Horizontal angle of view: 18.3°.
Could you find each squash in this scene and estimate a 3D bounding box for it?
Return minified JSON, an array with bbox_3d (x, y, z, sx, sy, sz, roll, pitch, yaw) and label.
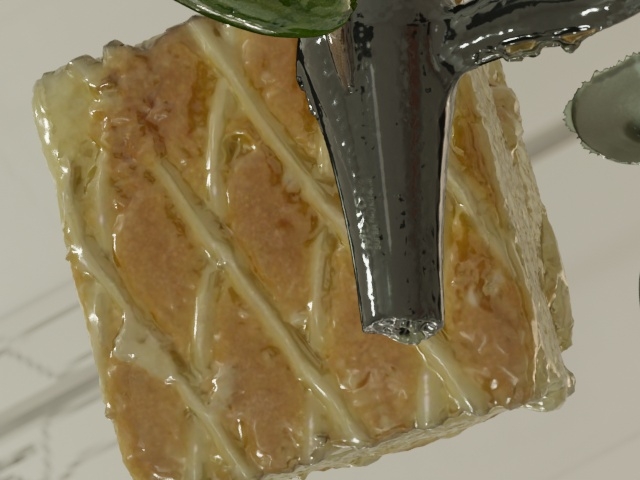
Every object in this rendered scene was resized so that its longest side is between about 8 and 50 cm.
[{"bbox_3d":[-0.085,-0.179,1.154,0.258,0.069,0.069,26,-158,-30],"label":"squash"}]

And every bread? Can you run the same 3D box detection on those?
[{"bbox_3d":[0.000,0.000,1.653,0.279,0.371,0.390,4,-112,-78],"label":"bread"}]

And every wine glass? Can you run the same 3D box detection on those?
[{"bbox_3d":[0.185,0.015,1.005,0.262,0.074,0.074,64,180,-48],"label":"wine glass"}]

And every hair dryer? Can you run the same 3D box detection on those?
[{"bbox_3d":[0.142,-0.111,1.276,0.120,0.359,0.303,20,-120,-54],"label":"hair dryer"}]
